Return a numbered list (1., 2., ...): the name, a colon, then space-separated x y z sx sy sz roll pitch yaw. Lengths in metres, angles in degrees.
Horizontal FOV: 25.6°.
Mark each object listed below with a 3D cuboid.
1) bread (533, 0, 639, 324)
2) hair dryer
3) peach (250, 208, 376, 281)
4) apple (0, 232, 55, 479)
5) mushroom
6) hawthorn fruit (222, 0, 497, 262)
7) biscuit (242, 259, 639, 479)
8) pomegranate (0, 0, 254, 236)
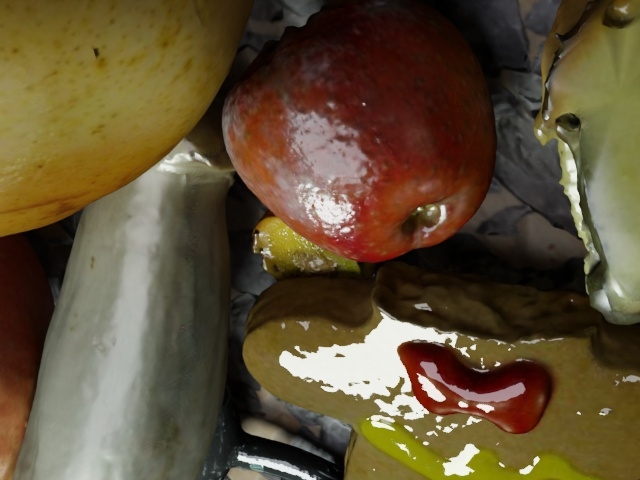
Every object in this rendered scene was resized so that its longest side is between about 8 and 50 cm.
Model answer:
1. bread: 0.230 -0.099 0.765 0.262 0.162 0.204 -20 121 -7
2. hair dryer: -0.036 0.211 1.247 0.219 0.075 0.195 17 140 8
3. peach: 0.001 0.000 1.046 0.098 0.061 0.098 22 144 17
4. apple: -0.396 0.108 1.163 0.364 0.364 0.364 16 132 19
5. mushroom: -0.133 0.074 1.067 0.154 0.137 0.407 6 115 -26
6. hawthorn fruit: 0.029 -0.069 0.903 0.173 0.173 0.173 16 132 19
7. biscuit: 0.115 0.186 1.076 0.368 0.076 0.394 12 135 11
8. pomegranate: -0.236 -0.204 0.810 0.417 0.416 0.416 16 132 19
